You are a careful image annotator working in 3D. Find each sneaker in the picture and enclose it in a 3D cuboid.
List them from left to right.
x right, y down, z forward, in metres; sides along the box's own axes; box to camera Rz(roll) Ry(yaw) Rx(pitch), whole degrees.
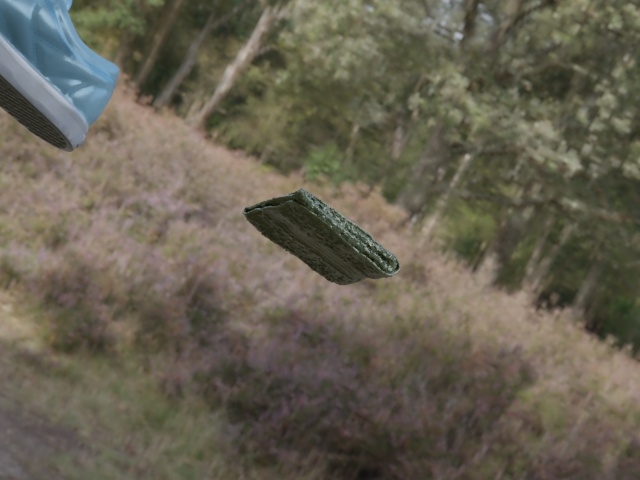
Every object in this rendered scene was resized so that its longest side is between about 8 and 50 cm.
[{"bbox_3d":[-0.371,-0.271,1.283,0.135,0.150,0.366,12,-29,43],"label":"sneaker"}]

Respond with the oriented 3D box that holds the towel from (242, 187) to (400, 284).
[{"bbox_3d":[0.000,0.000,1.154,0.148,0.027,0.110,36,-28,-25],"label":"towel"}]
